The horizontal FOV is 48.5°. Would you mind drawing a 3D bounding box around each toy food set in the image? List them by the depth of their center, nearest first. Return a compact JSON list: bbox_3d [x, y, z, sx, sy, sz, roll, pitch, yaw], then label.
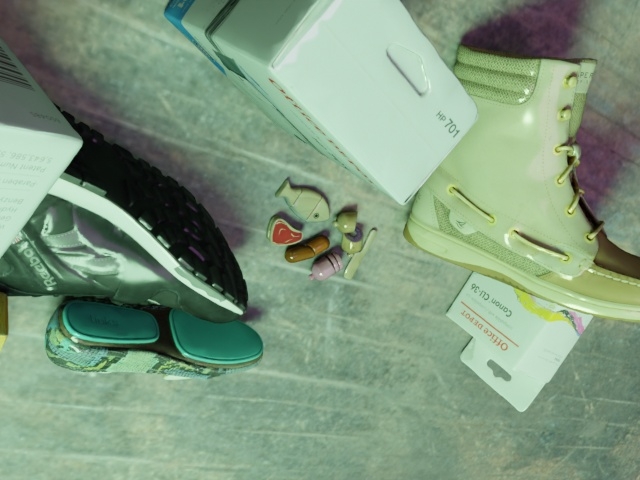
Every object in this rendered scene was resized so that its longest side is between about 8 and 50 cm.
[{"bbox_3d":[0.000,0.000,0.654,0.122,0.019,0.078,21,103,-36],"label":"toy food set"}]

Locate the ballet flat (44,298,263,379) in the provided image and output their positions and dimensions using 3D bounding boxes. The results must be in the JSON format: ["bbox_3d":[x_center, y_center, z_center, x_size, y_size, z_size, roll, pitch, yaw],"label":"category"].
[{"bbox_3d":[-0.140,0.089,0.603,0.188,0.070,0.070,16,106,-33],"label":"ballet flat"}]

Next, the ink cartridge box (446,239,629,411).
[{"bbox_3d":[0.215,0.066,0.751,0.067,0.115,0.198,24,101,-37],"label":"ink cartridge box"}]

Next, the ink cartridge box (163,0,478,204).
[{"bbox_3d":[-0.006,-0.121,0.479,0.082,0.190,0.139,-49,127,1],"label":"ink cartridge box"}]

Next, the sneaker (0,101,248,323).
[{"bbox_3d":[-0.180,-0.005,0.517,0.124,0.107,0.283,-39,128,16],"label":"sneaker"}]

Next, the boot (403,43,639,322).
[{"bbox_3d":[0.219,-0.055,0.625,0.095,0.261,0.204,-21,128,-61],"label":"boot"}]

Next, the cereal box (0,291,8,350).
[{"bbox_3d":[-0.333,0.119,0.475,0.173,0.047,0.240,16,121,-34],"label":"cereal box"}]

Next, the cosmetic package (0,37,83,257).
[{"bbox_3d":[-0.247,-0.036,0.324,0.184,0.151,0.151,-48,161,17],"label":"cosmetic package"}]
